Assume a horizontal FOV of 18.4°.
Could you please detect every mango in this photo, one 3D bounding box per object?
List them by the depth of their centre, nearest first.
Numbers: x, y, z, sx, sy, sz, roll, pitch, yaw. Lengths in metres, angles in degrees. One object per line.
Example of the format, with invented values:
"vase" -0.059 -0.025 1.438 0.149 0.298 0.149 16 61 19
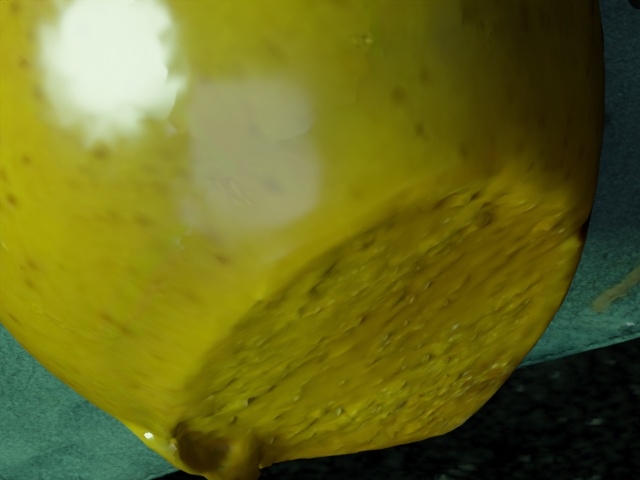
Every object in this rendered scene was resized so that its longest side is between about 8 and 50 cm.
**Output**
"mango" -0.011 -0.044 0.493 0.160 0.191 0.290 -26 155 4

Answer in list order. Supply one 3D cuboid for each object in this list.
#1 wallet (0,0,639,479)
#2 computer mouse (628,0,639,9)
"wallet" 0.000 0.000 0.700 0.379 0.046 0.190 -20 135 23
"computer mouse" 0.066 -0.140 0.521 0.099 0.057 0.172 -3 132 23
